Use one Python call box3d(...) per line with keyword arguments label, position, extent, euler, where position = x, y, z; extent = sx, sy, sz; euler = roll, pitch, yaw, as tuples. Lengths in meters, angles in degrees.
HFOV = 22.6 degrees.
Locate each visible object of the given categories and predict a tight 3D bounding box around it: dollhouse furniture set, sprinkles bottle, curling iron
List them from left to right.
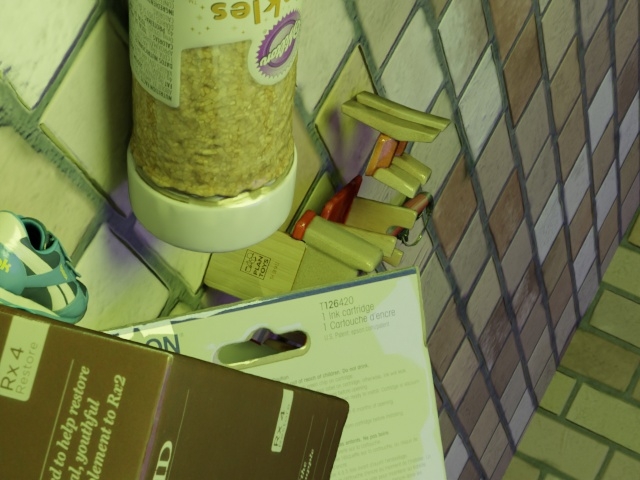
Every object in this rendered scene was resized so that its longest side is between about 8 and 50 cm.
box3d(label="sprinkles bottle", position=(-0.068, -0.154, 1.045), extent=(0.121, 0.121, 0.355), euler=(-49, 156, -40))
box3d(label="dollhouse furniture set", position=(0.000, 0.000, 1.482), extent=(0.259, 0.135, 0.262), euler=(-45, 155, -72))
box3d(label="curling iron", position=(0.057, 0.014, 1.737), extent=(0.274, 0.035, 0.068), euler=(-39, 149, -54))

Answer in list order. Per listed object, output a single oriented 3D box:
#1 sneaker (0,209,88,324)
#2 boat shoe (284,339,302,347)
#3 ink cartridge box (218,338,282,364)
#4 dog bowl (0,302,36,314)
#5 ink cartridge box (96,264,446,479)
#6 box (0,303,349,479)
box3d(label="sneaker", position=(-0.185, 0.018, 1.049), extent=(0.059, 0.053, 0.144), euler=(-67, 163, -2))
box3d(label="boat shoe", position=(-0.032, 0.206, 1.638), extent=(0.277, 0.096, 0.098), euler=(-62, 161, -10))
box3d(label="ink cartridge box", position=(-0.068, 0.148, 1.461), extent=(0.056, 0.099, 0.135), euler=(-55, 160, -32))
box3d(label="dog bowl", position=(-0.274, 0.131, 0.913), extent=(0.297, 0.074, 0.166), euler=(-44, 152, -49))
box3d(label="ink cartridge box", position=(-0.040, 0.196, 1.302), extent=(0.303, 0.072, 0.307), euler=(-10, 93, -25))
box3d(label="box", position=(-0.109, 0.164, 1.033), extent=(0.381, 0.143, 0.191), euler=(28, 76, -70))
